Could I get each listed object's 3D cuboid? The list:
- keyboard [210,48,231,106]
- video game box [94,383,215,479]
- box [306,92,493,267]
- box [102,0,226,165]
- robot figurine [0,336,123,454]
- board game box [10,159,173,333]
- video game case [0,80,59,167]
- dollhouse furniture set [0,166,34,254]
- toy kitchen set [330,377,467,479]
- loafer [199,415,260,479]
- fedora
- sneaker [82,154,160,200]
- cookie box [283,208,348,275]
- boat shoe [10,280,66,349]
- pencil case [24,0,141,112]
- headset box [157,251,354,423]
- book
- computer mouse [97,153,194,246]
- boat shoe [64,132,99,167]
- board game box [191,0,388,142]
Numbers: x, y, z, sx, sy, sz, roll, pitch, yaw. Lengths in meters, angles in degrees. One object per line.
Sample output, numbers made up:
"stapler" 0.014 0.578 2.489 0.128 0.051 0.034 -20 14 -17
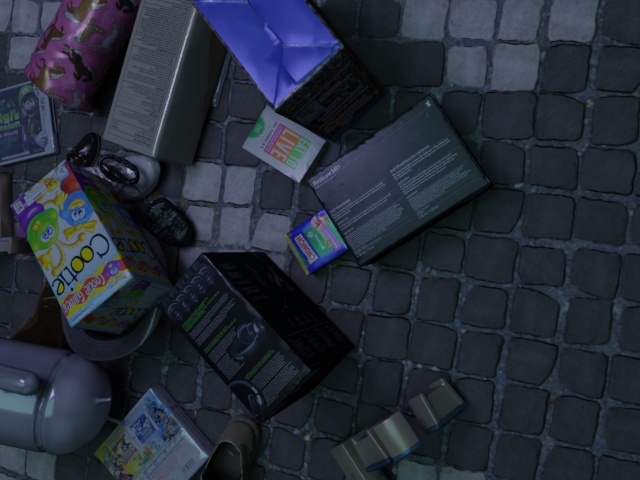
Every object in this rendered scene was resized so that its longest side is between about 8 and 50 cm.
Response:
"keyboard" -0.206 -0.400 1.273 0.072 0.014 0.256 19 96 24
"video game box" -0.339 0.434 1.297 0.187 0.048 0.205 44 103 12
"box" 0.138 -0.099 1.104 0.261 0.103 0.184 -33 82 17
"box" -0.296 -0.317 1.237 0.148 0.121 0.311 23 98 24
"robot figurine" -0.572 0.308 1.255 0.354 0.300 0.199 10 66 4
"board game box" -0.415 0.014 1.157 0.142 0.144 0.275 -38 69 6
"video game case" -0.681 -0.264 1.432 0.190 0.022 0.173 -9 87 19
"dollhouse furniture set" -0.767 -0.065 1.313 0.286 0.303 0.198 -2 90 19
"toy kitchen set" 0.150 0.358 1.120 0.122 0.166 0.207 56 142 12
"loafer" -0.191 0.473 1.221 0.102 0.092 0.268 12 94 19
"fedora" -0.389 0.105 1.272 0.244 0.124 0.275 -14 73 16
"sneaker" -0.439 -0.119 1.297 0.232 0.115 0.090 -18 84 18
"cookie box" 0.000 0.000 1.183 0.107 0.040 0.091 -34 80 17
"boat shoe" -0.584 0.183 1.373 0.105 0.089 0.285 34 104 -10
"pencil case" -0.442 -0.446 1.272 0.160 0.167 0.386 44 104 32
"headset box" -0.111 0.145 1.112 0.283 0.246 0.131 45 103 13
"book" -0.067 -0.183 1.215 0.144 0.035 0.096 33 96 18
"computer mouse" -0.347 -0.080 1.267 0.071 0.041 0.242 -41 101 3
"boat shoe" -0.521 -0.175 1.367 0.049 0.042 0.133 37 100 18
"board game box" -0.037 -0.317 1.065 0.141 0.291 0.232 -39 78 14
